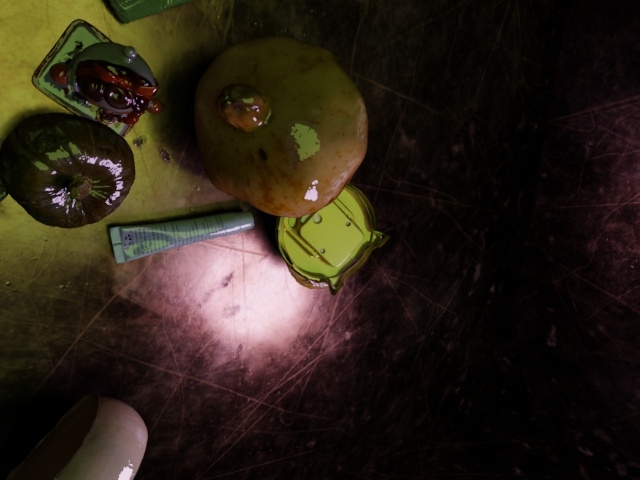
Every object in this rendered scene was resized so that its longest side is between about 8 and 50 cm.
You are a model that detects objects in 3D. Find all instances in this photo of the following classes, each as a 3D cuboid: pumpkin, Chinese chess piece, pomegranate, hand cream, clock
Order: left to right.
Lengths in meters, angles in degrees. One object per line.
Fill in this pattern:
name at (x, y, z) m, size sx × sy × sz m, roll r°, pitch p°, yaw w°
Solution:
Chinese chess piece at (-0.517, 0.488, 0.828) m, size 0.140 × 0.338 × 0.338 m, roll 46°, pitch 76°, yaw -22°
pumpkin at (-0.445, -0.123, 0.732) m, size 0.219 × 0.162 × 0.218 m, roll -28°, pitch 142°, yaw -24°
hand cream at (-0.316, -0.020, 0.972) m, size 0.332 × 0.058 × 0.085 m, roll -15°, pitch 119°, yaw -35°
pomegranate at (-0.090, -0.236, 0.847) m, size 0.411 × 0.410 × 0.409 m, roll -17°, pitch 118°, yaw -35°
clock at (0.017, -0.024, 1.102) m, size 0.277 × 0.071 × 0.293 m, roll -40°, pitch 111°, yaw -6°

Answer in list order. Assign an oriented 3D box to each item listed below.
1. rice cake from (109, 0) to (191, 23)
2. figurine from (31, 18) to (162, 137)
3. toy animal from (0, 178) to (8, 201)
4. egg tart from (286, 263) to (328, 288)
rice cake at (-0.305, -0.495, 0.789) m, size 0.226 × 0.040 × 0.084 m, roll -37°, pitch 145°, yaw -24°
figurine at (-0.361, -0.277, 0.715) m, size 0.183 × 0.226 × 0.160 m, roll 37°, pitch 82°, yaw -43°
toy animal at (-0.619, -0.154, 0.647) m, size 0.170 × 0.090 × 0.254 m, roll -17°, pitch 120°, yaw -38°
egg tart at (0.000, 0.000, 1.206) m, size 0.291 × 0.115 × 0.289 m, roll -9°, pitch 107°, yaw -31°
